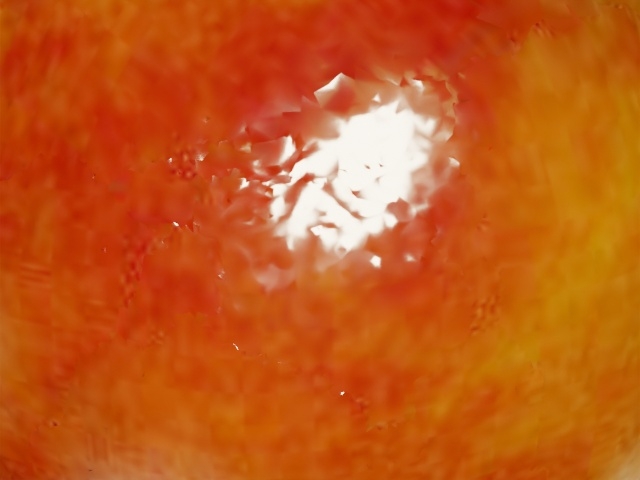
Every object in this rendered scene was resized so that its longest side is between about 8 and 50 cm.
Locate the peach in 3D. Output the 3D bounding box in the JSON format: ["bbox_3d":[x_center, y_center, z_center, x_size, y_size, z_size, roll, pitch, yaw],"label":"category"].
[{"bbox_3d":[0.000,0.000,0.562,0.308,0.308,0.332,-11,129,-6],"label":"peach"}]
